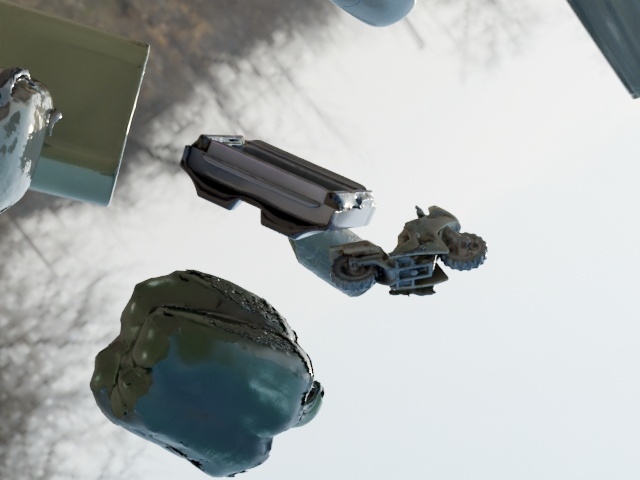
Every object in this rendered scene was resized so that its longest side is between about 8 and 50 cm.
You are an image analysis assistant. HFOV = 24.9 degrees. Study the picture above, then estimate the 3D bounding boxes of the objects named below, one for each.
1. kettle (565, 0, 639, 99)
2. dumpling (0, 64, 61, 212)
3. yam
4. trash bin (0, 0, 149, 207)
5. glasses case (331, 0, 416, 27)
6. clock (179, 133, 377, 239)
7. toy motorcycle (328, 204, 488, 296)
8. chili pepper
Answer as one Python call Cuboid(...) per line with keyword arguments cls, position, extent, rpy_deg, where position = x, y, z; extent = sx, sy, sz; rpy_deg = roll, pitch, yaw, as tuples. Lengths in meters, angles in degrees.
Cuboid(cls="kettle", position=(0.362, -0.293, 1.611), extent=(0.160, 0.243, 0.210), rpy_deg=(-31, -176, -26))
Cuboid(cls="dumpling", position=(-0.420, -0.118, 1.614), extent=(0.293, 0.205, 0.163), rpy_deg=(-55, 167, -42))
Cuboid(cls="yam", position=(0.000, 0.000, 2.411), extent=(0.106, 0.259, 0.106), rpy_deg=(-29, -139, 29))
Cuboid(cls="trash bin", position=(-0.361, -0.177, 1.836), extent=(0.121, 0.247, 0.243), rpy_deg=(131, -27, -71))
Cuboid(cls="glasses case", position=(0.039, -0.373, 2.008), extent=(0.092, 0.233, 0.059), rpy_deg=(-34, -134, 28))
Cuboid(cls="clock", position=(-0.061, -0.074, 2.039), extent=(0.083, 0.253, 0.186), rpy_deg=(-69, 162, 10))
Cuboid(cls="toy motorcycle", position=(0.121, 0.015, 2.084), extent=(0.229, 0.094, 0.129), rpy_deg=(-10, -137, -7))
Cuboid(cls="chili pepper", position=(-0.084, 0.136, 1.375), extent=(0.165, 0.261, 0.173), rpy_deg=(22, -95, 57))
